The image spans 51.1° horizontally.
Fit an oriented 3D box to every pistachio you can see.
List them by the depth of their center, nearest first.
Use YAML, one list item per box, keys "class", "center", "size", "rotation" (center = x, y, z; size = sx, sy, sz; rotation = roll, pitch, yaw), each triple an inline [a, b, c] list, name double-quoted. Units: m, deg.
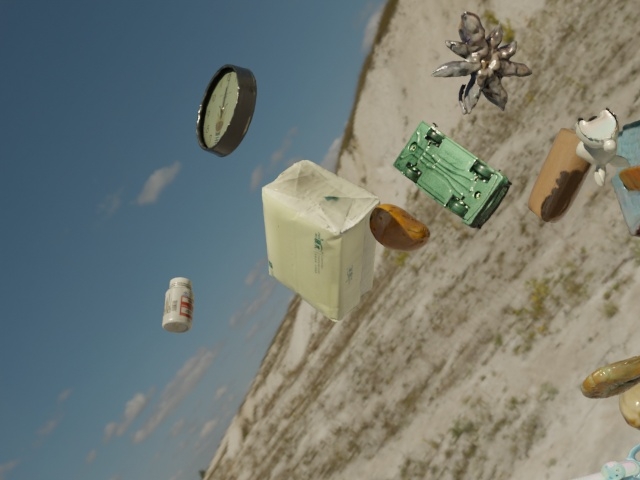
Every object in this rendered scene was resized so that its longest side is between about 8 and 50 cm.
- class: "pistachio"
  center: [0.820, 0.387, 1.664]
  size: [0.215, 0.144, 0.144]
  rotation: [-33, -18, -42]

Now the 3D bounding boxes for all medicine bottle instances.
- class: "medicine bottle"
  center: [-0.386, 0.176, 1.830]
  size: [0.079, 0.079, 0.140]
  rotation: [120, 154, -51]

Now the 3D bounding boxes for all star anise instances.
- class: "star anise"
  center: [0.350, -0.389, 1.471]
  size: [0.229, 0.236, 0.093]
  rotation: [-20, 21, -7]

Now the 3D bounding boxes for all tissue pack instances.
- class: "tissue pack"
  center: [0.000, 0.000, 1.910]
  size: [0.207, 0.297, 0.380]
  rotation: [-40, -34, -32]

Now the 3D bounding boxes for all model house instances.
- class: "model house"
  center: [0.960, -0.124, 1.756]
  size: [0.297, 0.360, 0.338]
  rotation: [-179, 100, -69]

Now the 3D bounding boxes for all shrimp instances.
- class: "shrimp"
  center: [0.584, 0.252, 1.267]
  size: [0.190, 0.101, 0.042]
  rotation: [-35, 39, 26]

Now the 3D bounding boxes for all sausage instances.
- class: "sausage"
  center: [0.669, -0.174, 1.864]
  size: [0.252, 0.123, 0.123]
  rotation: [-66, -8, 11]

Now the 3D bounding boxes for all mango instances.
- class: "mango"
  center: [0.194, -0.026, 1.648]
  size: [0.084, 0.159, 0.105]
  rotation: [105, -170, -79]

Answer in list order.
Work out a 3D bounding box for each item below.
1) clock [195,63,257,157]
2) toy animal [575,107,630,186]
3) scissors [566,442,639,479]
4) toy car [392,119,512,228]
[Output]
- class: "clock"
  center: [-0.189, -0.257, 1.317]
  size: [0.185, 0.040, 0.184]
  rotation: [-23, 61, 49]
- class: "toy animal"
  center: [0.487, -0.166, 1.160]
  size: [0.071, 0.085, 0.124]
  rotation: [-37, -33, -2]
- class: "scissors"
  center: [0.682, 0.540, 1.544]
  size: [0.256, 0.030, 0.125]
  rotation: [-20, 26, 12]
- class: "toy car"
  center: [0.296, -0.154, 1.510]
  size: [0.097, 0.320, 0.141]
  rotation: [21, -72, -39]
